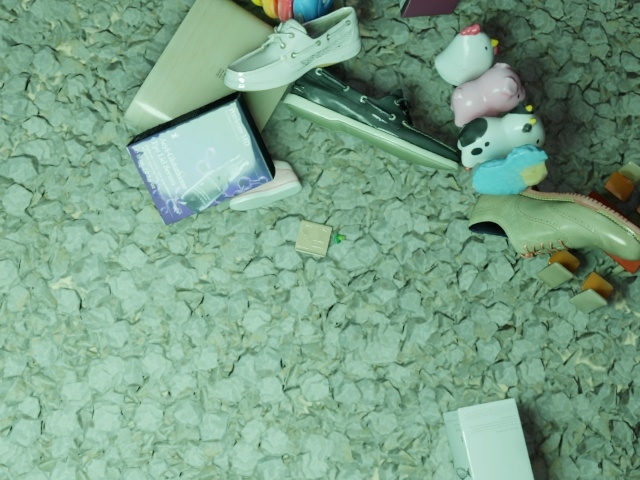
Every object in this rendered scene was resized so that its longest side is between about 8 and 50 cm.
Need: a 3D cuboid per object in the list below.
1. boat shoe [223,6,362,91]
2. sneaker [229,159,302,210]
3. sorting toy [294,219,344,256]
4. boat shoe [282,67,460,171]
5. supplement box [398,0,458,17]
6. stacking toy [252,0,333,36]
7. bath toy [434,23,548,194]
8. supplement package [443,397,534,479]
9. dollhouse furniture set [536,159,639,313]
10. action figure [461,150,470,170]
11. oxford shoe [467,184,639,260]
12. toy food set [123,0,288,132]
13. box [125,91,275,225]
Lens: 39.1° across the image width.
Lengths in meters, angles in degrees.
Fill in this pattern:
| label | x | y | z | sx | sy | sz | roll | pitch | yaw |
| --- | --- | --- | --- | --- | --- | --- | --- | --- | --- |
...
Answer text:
| label | x | y | z | sx | sy | sz | roll | pitch | yaw |
| --- | --- | --- | --- | --- | --- | --- | --- | --- | --- |
| boat shoe | -0.051 | -0.342 | 1.574 | 0.277 | 0.096 | 0.098 | -28 | 44 | -26 |
| sneaker | -0.107 | -0.102 | 1.615 | 0.134 | 0.051 | 0.070 | -19 | 72 | -10 |
| sorting toy | 0.000 | 0.000 | 1.621 | 0.083 | 0.012 | 0.062 | 14 | 70 | 0 |
| boat shoe | 0.107 | -0.229 | 1.635 | 0.340 | 0.127 | 0.113 | 22 | 86 | 8 |
| supplement box | 0.201 | -0.536 | 1.746 | 0.104 | 0.081 | 0.188 | -6 | 77 | -9 |
| stacking toy | -0.121 | -0.508 | 1.675 | 0.302 | 0.175 | 0.166 | 24 | 71 | 11 |
| bath toy | 0.306 | -0.251 | 1.614 | 0.151 | 0.129 | 0.348 | -5 | 56 | -11 |
| supplement package | 0.285 | 0.366 | 1.519 | 0.105 | 0.105 | 0.179 | -9 | 77 | -10 |
| dollhouse furniture set | 0.569 | 0.019 | 1.627 | 0.259 | 0.135 | 0.262 | 39 | 74 | 3 |
| action figure | 0.286 | -0.186 | 1.697 | 0.038 | 0.030 | 0.115 | 11 | 80 | 1 |
| oxford shoe | 0.405 | -0.011 | 1.553 | 0.123 | 0.348 | 0.130 | 41 | 79 | -38 |
| toy food set | -0.186 | -0.287 | 1.641 | 0.220 | 0.092 | 0.306 | 31 | 75 | -11 |
| box | -0.199 | -0.142 | 1.529 | 0.207 | 0.108 | 0.153 | -24 | 107 | 5 |
